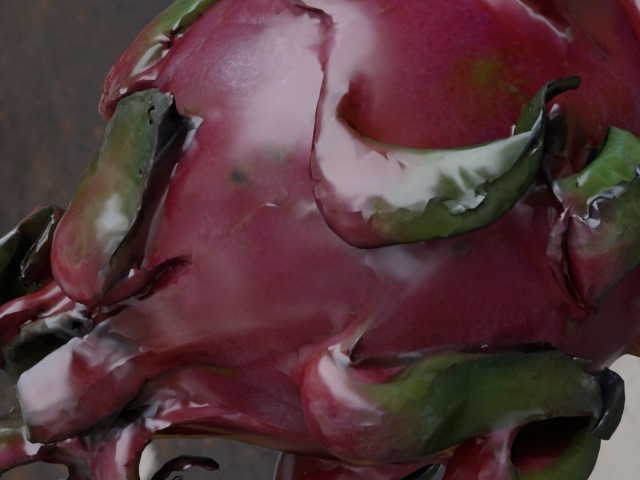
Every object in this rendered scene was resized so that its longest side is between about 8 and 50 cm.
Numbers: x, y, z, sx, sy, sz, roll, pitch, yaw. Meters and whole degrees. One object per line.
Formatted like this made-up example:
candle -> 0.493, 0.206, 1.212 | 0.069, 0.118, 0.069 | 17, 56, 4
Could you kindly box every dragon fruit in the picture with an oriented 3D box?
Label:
dragon fruit -> 0.007, -0.001, 0.629 | 0.273, 0.198, 0.218 | -28, 77, 18
